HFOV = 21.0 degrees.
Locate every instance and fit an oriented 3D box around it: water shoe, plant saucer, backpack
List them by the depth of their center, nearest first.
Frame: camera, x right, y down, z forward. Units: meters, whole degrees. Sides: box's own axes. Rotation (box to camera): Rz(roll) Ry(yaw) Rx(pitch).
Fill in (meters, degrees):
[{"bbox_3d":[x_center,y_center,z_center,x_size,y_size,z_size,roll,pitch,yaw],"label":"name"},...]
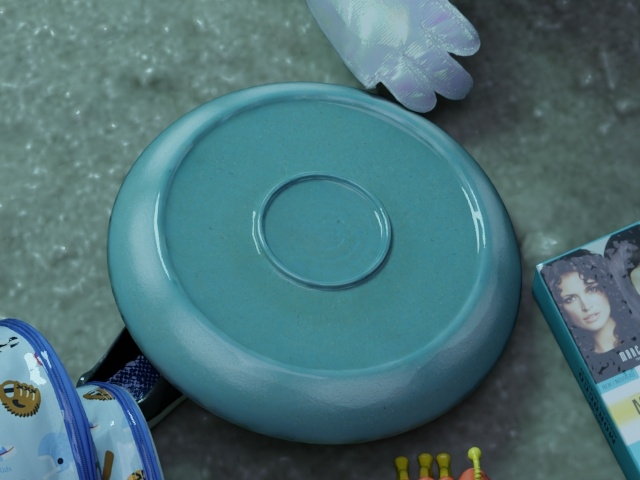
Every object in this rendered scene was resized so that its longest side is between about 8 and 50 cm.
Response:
[{"bbox_3d":[-0.216,0.185,1.155,0.213,0.276,0.263,-19,92,-35],"label":"backpack"},{"bbox_3d":[0.000,0.000,1.294,0.317,0.044,0.317,4,57,-6],"label":"plant saucer"},{"bbox_3d":[-0.099,0.071,1.300,0.073,0.080,0.203,39,77,16],"label":"water shoe"}]

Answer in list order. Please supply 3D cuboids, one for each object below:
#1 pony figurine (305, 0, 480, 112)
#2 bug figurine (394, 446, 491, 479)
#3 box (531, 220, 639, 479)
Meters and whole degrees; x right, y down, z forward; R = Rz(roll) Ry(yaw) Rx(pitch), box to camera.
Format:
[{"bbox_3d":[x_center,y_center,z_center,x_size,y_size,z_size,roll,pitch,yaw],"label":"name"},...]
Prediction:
[{"bbox_3d":[0.072,-0.326,1.310,0.303,0.363,0.351,-40,81,-12],"label":"pony figurine"},{"bbox_3d":[0.050,0.283,1.214,0.216,0.072,0.279,-9,69,1],"label":"bug figurine"},{"bbox_3d":[0.253,0.112,1.269,0.100,0.060,0.244,-23,70,-5],"label":"box"}]
